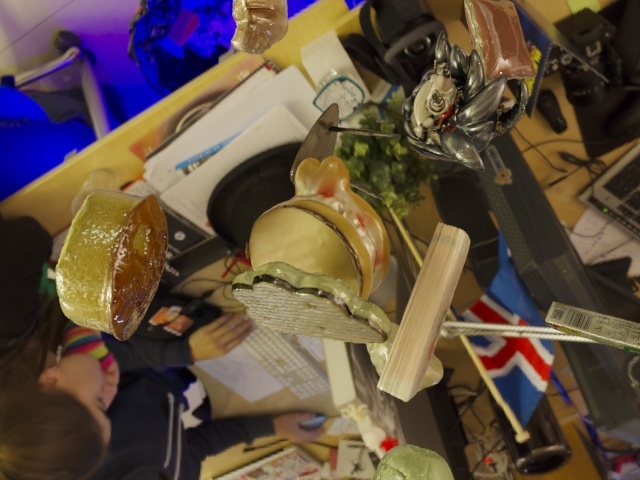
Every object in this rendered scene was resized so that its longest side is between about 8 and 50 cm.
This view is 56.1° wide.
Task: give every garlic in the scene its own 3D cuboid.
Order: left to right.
[{"bbox_3d":[-0.147,-0.612,1.607,0.110,0.228,0.218,8,110,19],"label":"garlic"}]

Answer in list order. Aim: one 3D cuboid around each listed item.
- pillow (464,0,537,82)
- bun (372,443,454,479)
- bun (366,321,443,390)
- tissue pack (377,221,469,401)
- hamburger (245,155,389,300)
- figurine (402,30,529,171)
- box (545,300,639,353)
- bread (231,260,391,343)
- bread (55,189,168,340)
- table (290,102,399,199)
[{"bbox_3d":[0.362,-0.412,1.234,0.171,0.179,0.075,-12,176,-38],"label":"pillow"},{"bbox_3d":[0.170,0.511,1.186,0.108,0.221,0.221,16,128,-27],"label":"bun"},{"bbox_3d":[0.211,0.316,1.598,0.231,0.231,0.133,30,102,-32],"label":"bun"},{"bbox_3d":[0.205,0.134,1.150,0.071,0.326,0.170,20,179,19],"label":"tissue pack"},{"bbox_3d":[0.000,0.000,1.176,0.260,0.186,0.303,-9,113,37],"label":"hamburger"},{"bbox_3d":[0.226,-0.216,1.000,0.197,0.265,0.175,35,98,-14],"label":"figurine"},{"bbox_3d":[0.440,0.138,0.893,0.050,0.207,0.041,36,75,-38],"label":"box"},{"bbox_3d":[-0.030,0.098,0.973,0.286,0.056,0.207,2,146,33],"label":"bread"},{"bbox_3d":[-0.363,0.040,1.090,0.147,0.270,0.270,12,131,1],"label":"bread"},{"bbox_3d":[0.097,-0.240,1.986,0.248,0.317,0.318,24,134,17],"label":"table"}]
